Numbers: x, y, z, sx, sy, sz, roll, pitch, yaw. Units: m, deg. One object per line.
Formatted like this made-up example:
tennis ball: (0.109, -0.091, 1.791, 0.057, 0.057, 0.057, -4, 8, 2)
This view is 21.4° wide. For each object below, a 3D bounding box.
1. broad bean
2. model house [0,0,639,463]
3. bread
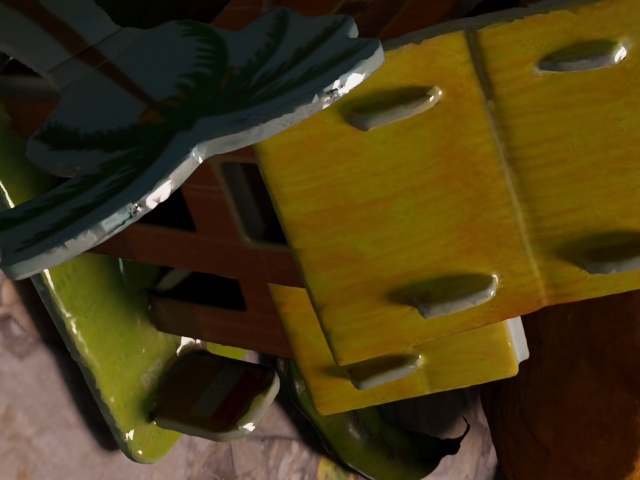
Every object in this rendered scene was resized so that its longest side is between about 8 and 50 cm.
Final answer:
broad bean: (0.027, 0.108, 1.047, 0.227, 0.039, 0.069, 38, 71, -53)
model house: (0.000, 0.000, 0.731, 0.340, 0.323, 0.300, -52, 135, -37)
bread: (0.198, 0.028, 1.070, 0.312, 0.172, 0.312, -176, -90, -81)
